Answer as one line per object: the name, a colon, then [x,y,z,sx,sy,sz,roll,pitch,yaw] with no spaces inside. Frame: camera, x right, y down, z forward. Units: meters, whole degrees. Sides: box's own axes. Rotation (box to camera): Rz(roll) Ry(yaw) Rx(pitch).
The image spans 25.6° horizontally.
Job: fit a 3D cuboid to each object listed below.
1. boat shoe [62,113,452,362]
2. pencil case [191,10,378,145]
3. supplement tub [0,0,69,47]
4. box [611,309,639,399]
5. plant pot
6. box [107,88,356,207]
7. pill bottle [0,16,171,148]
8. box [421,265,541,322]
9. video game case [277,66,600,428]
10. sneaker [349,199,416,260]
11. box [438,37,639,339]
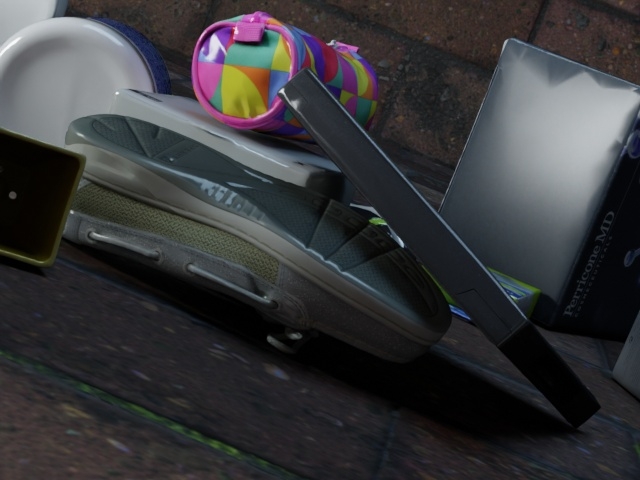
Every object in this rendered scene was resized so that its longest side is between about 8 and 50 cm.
boat shoe: [-0.056,0.011,1.039,0.320,0.103,0.118,25,22,11]
pencil case: [-0.025,-0.136,1.215,0.104,0.104,0.236,25,8,16]
supplement tub: [-0.414,-0.308,1.622,0.241,0.241,0.331,19,9,-18]
box: [0.384,0.137,1.367,0.130,0.091,0.170,20,8,-14]
plant pot: [-0.220,-0.034,0.970,0.081,0.081,0.083,18,-1,-23]
box: [-0.083,-0.038,1.192,0.181,0.119,0.182,25,9,13]
pill bottle: [-0.222,-0.138,1.347,0.153,0.153,0.264,22,9,-3]
box: [0.167,0.054,1.506,0.109,0.042,0.178,24,8,15]
video game case: [0.096,0.011,1.094,0.275,0.035,0.248,51,4,29]
sneaker: [0.000,0.000,1.391,0.097,0.084,0.235,-13,26,-31]
box: [0.358,-0.047,1.764,0.212,0.293,0.395,28,11,39]
